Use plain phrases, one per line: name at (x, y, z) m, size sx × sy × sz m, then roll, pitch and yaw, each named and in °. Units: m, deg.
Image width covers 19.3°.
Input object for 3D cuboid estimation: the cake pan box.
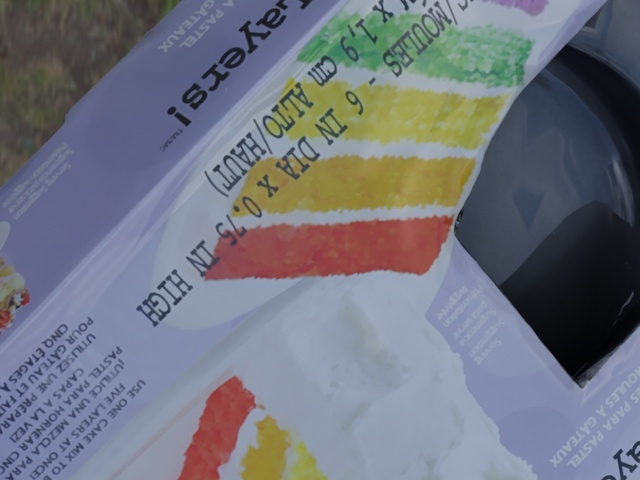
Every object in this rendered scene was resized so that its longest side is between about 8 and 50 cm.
cake pan box at (0.027, 0.022, 0.604) m, size 0.267 × 0.070 × 0.246 m, roll -45°, pitch 130°, yaw -7°
